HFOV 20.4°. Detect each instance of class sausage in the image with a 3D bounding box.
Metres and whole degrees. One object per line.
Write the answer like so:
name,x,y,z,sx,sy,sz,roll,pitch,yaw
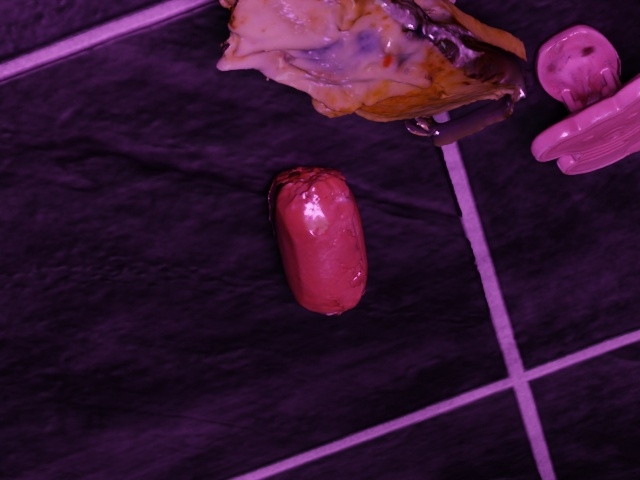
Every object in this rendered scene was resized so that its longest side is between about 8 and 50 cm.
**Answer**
sausage,0.000,0.000,1.406,0.076,0.076,0.141,-15,130,-4

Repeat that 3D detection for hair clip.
hair clip,0.223,-0.090,1.378,0.123,0.102,0.138,-25,132,9

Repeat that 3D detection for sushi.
sushi,0.018,-0.164,1.251,0.139,0.131,0.291,-24,143,35
